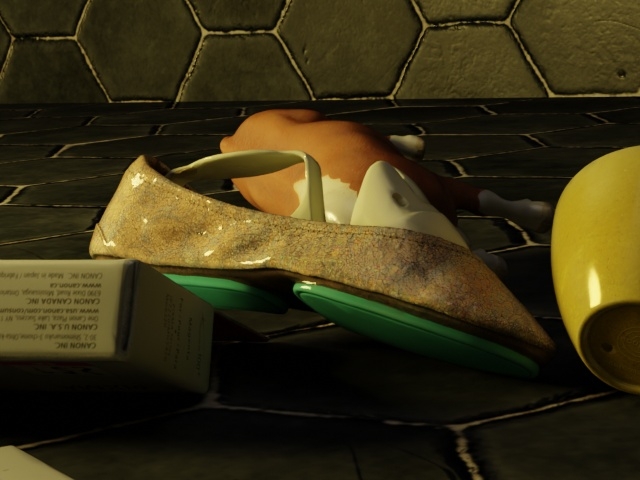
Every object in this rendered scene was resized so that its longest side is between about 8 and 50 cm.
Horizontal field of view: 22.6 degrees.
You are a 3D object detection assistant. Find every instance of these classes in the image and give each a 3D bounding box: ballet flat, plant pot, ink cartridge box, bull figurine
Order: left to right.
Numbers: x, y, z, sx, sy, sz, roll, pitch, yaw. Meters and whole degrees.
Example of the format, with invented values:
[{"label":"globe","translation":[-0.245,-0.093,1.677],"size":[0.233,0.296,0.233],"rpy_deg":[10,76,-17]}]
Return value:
[{"label":"ink cartridge box","translation":[-0.194,0.063,0.965],"size":[0.275,0.060,0.239],"rpy_deg":[0,-15,16]},{"label":"ballet flat","translation":[0.000,0.000,0.961],"size":[0.316,0.106,0.107],"rpy_deg":[11,-14,25]},{"label":"bull figurine","translation":[0.043,-0.022,1.151],"size":[0.188,0.101,0.310],"rpy_deg":[10,18,-31]},{"label":"plant pot","translation":[0.184,0.029,0.877],"size":[0.134,0.134,0.095],"rpy_deg":[1,38,23]}]

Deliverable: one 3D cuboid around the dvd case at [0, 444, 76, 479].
[{"label":"dvd case","translation":[-0.155,0.135,0.633],"size":[0.180,0.022,0.253],"rpy_deg":[-10,12,-32]}]
